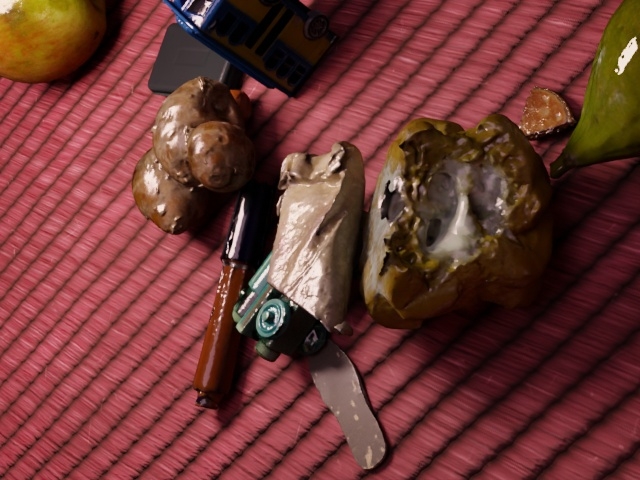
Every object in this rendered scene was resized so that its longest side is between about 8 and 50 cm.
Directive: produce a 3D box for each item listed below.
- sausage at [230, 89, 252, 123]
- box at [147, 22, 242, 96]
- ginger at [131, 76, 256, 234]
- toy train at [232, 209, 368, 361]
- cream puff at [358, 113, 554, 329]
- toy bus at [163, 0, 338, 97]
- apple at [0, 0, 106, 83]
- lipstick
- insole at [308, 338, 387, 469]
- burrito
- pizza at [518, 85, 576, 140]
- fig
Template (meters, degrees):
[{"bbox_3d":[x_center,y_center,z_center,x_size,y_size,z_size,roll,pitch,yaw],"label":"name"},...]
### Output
[{"bbox_3d":[-0.219,-0.233,2.081,0.197,0.076,0.076,-22,61,33],"label":"sausage"},{"bbox_3d":[-0.247,-0.361,2.167,0.230,0.050,0.160,12,81,41],"label":"box"},{"bbox_3d":[-0.251,-0.139,1.979,0.375,0.176,0.256,-40,49,46],"label":"ginger"},{"bbox_3d":[-0.032,0.053,1.792,0.298,0.120,0.194,-54,42,6],"label":"toy train"},{"bbox_3d":[0.200,-0.012,1.575,0.274,0.269,0.323,151,134,-77],"label":"cream puff"},{"bbox_3d":[-0.122,-0.400,1.925,0.175,0.287,0.138,-51,50,10],"label":"toy bus"},{"bbox_3d":[-0.635,-0.523,2.365,0.339,0.339,0.340,-15,64,34],"label":"apple"},{"bbox_3d":[-0.154,0.093,1.901,0.077,0.077,0.418,4,77,40],"label":"lipstick"},{"bbox_3d":[0.043,0.258,1.721,0.081,0.011,0.248,-43,51,20],"label":"insole"},{"bbox_3d":[-0.008,0.005,1.636,0.175,0.107,0.348,-30,49,47],"label":"burrito"},{"bbox_3d":[0.345,-0.198,1.647,0.100,0.029,0.099,-20,53,29],"label":"pizza"},{"bbox_3d":[0.440,-0.231,1.452,0.314,0.233,0.233,-16,64,39],"label":"fig"}]
